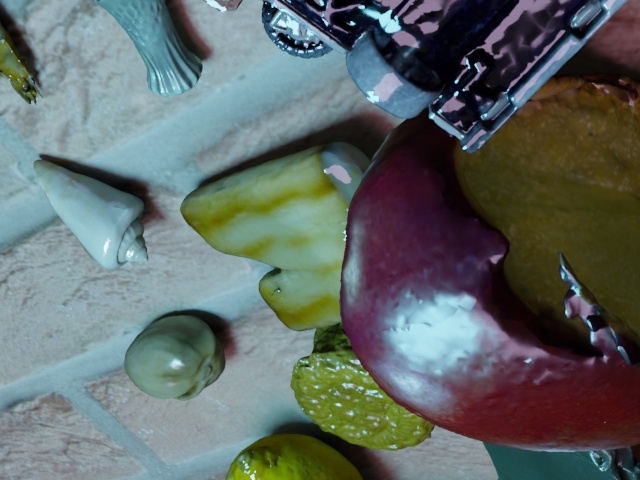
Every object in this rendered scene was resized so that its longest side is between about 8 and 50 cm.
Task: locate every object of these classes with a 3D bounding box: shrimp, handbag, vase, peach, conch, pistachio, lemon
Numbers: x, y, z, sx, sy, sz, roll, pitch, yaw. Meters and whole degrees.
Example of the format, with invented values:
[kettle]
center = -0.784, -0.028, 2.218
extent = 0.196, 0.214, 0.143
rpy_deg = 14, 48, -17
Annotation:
[shrimp]
center = -0.375, -0.210, 1.616
extent = 0.095, 0.045, 0.162
rpy_deg = -7, 132, 31
[handbag]
center = 0.278, 0.236, 1.678
extent = 0.260, 0.079, 0.247
rpy_deg = 22, 149, 51
[vase]
center = -0.175, -0.217, 1.495
extent = 0.081, 0.081, 0.148
rpy_deg = -1, 138, 26
[peach]
center = 0.236, 0.024, 1.366
extent = 0.417, 0.339, 0.353
rpy_deg = 2, 153, 11
[conch]
center = -0.276, -0.025, 1.732
extent = 0.176, 0.094, 0.104
rpy_deg = 23, 179, 8
[pistachio]
center = -0.190, 0.152, 1.875
extent = 0.149, 0.113, 0.113
rpy_deg = -2, 133, 37
[lemon]
center = -0.031, 0.355, 1.949
extent = 0.188, 0.188, 0.257
rpy_deg = -17, 133, 37

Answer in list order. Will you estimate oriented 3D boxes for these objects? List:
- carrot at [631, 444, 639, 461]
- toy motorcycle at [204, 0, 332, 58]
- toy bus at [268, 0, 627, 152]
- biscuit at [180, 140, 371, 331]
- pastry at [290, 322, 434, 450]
[carrot]
center = 0.372, 0.246, 1.743
extent = 0.061, 0.061, 0.256
rpy_deg = -16, 128, 37
[toy motorcycle]
center = -0.085, -0.294, 1.357
extent = 0.298, 0.089, 0.171
rpy_deg = 34, 137, -11
[toy bus]
center = 0.020, -0.305, 1.170
extent = 0.440, 0.249, 0.209
rpy_deg = 33, 122, -16
[biscuit]
center = 0.000, 0.000, 1.632
extent = 0.291, 0.062, 0.237
rpy_deg = -18, 124, 46
[pastry]
center = 0.064, 0.168, 1.767
extent = 0.189, 0.103, 0.188
rpy_deg = 14, 138, 13
